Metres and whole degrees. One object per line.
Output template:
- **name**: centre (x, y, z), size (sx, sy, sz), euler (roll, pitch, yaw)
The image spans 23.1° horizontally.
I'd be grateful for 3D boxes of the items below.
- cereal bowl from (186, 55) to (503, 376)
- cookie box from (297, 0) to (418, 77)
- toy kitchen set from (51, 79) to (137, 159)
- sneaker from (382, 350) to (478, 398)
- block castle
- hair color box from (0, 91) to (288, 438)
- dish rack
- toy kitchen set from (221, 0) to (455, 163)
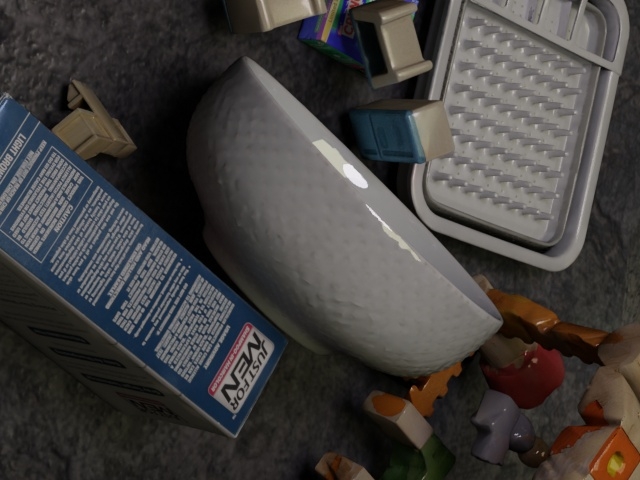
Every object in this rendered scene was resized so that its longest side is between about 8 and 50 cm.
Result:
- **cereal bowl**: centre (0.000, 0.000, 1.396), size (0.141, 0.339, 0.339), euler (-45, 126, 7)
- **cookie box**: centre (0.039, -0.221, 1.570), size (0.107, 0.040, 0.091), euler (24, 80, -39)
- **toy kitchen set**: centre (-0.221, -0.091, 1.368), size (0.068, 0.075, 0.083), euler (55, 12, 13)
- **sneaker**: centre (0.103, 0.108, 1.648), size (0.170, 0.051, 0.089), euler (34, 73, -43)
- **block castle**: centre (0.163, 0.277, 1.513), size (0.453, 0.303, 0.213), euler (-52, 128, -18)
- **hair color box**: centre (-0.206, 0.024, 1.289), size (0.347, 0.174, 0.105), euler (45, 65, -35)
- **dish rack**: centre (0.201, -0.150, 1.697), size (0.286, 0.072, 0.332), euler (18, 81, -41)
- **toy kitchen set**: centre (0.006, -0.159, 1.486), size (0.166, 0.122, 0.207), euler (-21, 104, -23)
